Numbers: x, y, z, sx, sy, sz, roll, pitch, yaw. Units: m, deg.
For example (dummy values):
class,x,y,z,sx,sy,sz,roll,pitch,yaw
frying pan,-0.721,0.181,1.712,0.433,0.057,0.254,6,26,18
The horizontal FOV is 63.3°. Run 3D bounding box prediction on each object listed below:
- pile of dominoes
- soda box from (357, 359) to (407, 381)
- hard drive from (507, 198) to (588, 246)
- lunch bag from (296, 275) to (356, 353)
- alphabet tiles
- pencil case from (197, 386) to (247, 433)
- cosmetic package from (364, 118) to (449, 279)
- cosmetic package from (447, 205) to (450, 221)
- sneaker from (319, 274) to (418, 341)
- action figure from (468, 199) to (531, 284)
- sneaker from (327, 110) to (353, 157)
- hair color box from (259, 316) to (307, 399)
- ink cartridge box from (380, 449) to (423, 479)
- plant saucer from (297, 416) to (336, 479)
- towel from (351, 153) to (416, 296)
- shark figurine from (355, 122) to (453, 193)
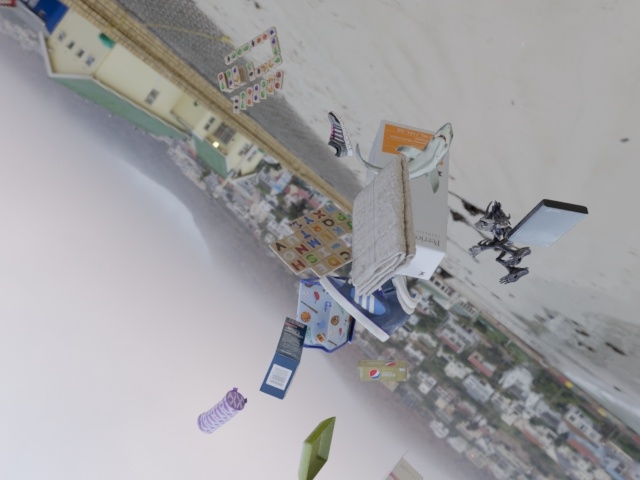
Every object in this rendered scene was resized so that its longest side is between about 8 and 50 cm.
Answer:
class,x,y,z,sx,sy,sz,roll,pitch,yaw
pile of dominoes,-0.222,-0.532,1.638,0.040,0.251,0.196,-10,-94,-52
soda box,0.234,0.489,1.957,0.181,0.058,0.061,-1,-167,13
hard drive,0.453,-0.033,1.044,0.094,0.022,0.135,9,149,-8
lunch bag,0.057,0.341,2.511,0.238,0.328,0.385,10,-177,22
alphabet tiles,0.000,0.000,1.315,0.198,0.237,0.009,43,145,32
pencil case,-0.357,0.610,1.858,0.086,0.206,0.088,24,-147,-43
cosmetic package,0.248,-0.131,1.547,0.229,0.454,0.162,12,146,-2
cosmetic package,0.375,-0.074,1.890,0.107,0.127,0.237,17,-169,38
sneaker,0.184,0.171,1.825,0.322,0.236,0.130,41,175,14
action figure,0.523,-0.009,1.568,0.276,0.140,0.164,-101,2,-49
sneaker,0.053,-0.365,1.814,0.063,0.074,0.171,-140,26,-78
hair color box,-0.139,0.454,2.044,0.105,0.174,0.347,23,-166,-3
ink cartridge box,0.268,0.983,1.996,0.119,0.207,0.353,40,-155,18
plant saucer,-0.019,0.702,1.736,0.045,0.188,0.188,16,-162,22
towel,0.132,-0.032,1.112,0.049,0.187,0.282,20,-129,-22
shark figurine,0.224,-0.202,1.364,0.116,0.278,0.166,-39,-62,-59
